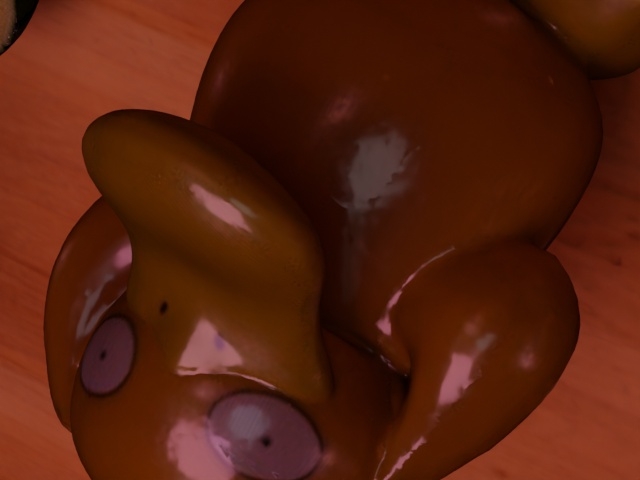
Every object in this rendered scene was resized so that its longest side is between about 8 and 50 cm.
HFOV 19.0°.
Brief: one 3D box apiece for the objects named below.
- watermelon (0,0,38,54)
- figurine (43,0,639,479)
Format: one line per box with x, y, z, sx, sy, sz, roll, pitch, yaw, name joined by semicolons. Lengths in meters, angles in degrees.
-0.161;-0.134;0.844;0.105;0.062;0.105;21;137;21;watermelon
0.006;-0.003;0.681;0.215;0.228;0.215;28;144;23;figurine
